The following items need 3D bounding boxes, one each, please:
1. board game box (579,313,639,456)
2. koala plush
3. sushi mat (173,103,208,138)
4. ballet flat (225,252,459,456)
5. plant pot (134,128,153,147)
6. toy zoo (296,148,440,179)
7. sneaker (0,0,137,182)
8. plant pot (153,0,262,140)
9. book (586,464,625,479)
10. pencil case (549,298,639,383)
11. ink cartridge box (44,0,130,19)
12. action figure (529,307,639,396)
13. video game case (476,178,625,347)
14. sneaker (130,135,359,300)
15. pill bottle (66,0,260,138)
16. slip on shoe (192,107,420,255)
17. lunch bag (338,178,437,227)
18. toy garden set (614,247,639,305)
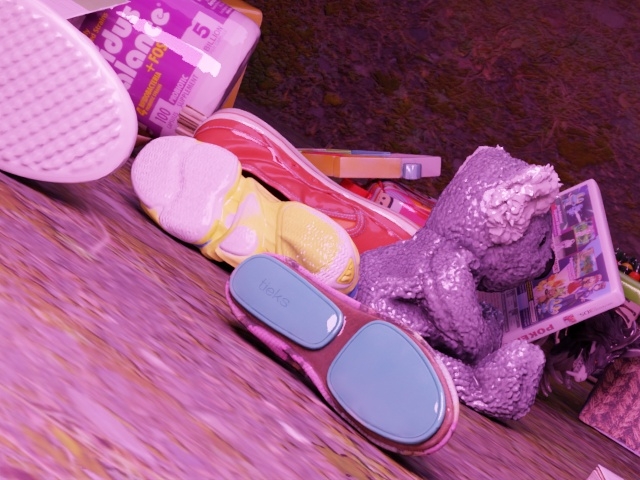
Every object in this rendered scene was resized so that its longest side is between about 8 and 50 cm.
[{"bbox_3d":[0.444,0.197,1.801,0.232,0.141,0.291,31,5,10],"label":"board game box"},{"bbox_3d":[0.136,0.015,1.409,0.203,0.221,0.196,29,6,-11],"label":"koala plush"},{"bbox_3d":[-0.025,-0.028,1.635,0.316,0.019,0.151,31,-30,4],"label":"sushi mat"},{"bbox_3d":[0.022,0.083,1.055,0.221,0.077,0.079,34,-13,37],"label":"ballet flat"},{"bbox_3d":[-0.296,-0.160,1.698,0.236,0.032,0.236,30,6,-4],"label":"plant pot"},{"bbox_3d":[0.033,-0.110,2.176,0.192,0.030,0.293,-3,7,-40],"label":"toy zoo"},{"bbox_3d":[-0.291,-0.164,1.245,0.366,0.135,0.150,32,9,9],"label":"sneaker"},{"bbox_3d":[-0.231,-0.251,2.028,0.187,0.212,0.212,12,15,-33],"label":"plant pot"},{"bbox_3d":[0.272,0.236,1.168,0.144,0.035,0.096,31,9,-10],"label":"book"},{"bbox_3d":[0.416,0.108,2.347,0.183,0.160,0.410,45,5,-2],"label":"pencil case"},{"bbox_3d":[-0.330,-0.228,1.506,0.171,0.056,0.235,33,32,25],"label":"ink cartridge box"},{"bbox_3d":[0.240,0.099,1.658,0.164,0.141,0.275,29,-3,-42],"label":"action figure"},{"bbox_3d":[0.217,0.033,1.593,0.023,0.183,0.201,55,21,-29],"label":"video game case"},{"bbox_3d":[-0.063,-0.003,1.362,0.240,0.091,0.126,33,-12,27],"label":"sneaker"},{"bbox_3d":[-0.232,-0.239,1.689,0.301,0.169,0.169,30,6,-3],"label":"pill bottle"},{"bbox_3d":[0.000,0.000,1.533,0.331,0.123,0.101,37,42,-6],"label":"slip on shoe"},{"bbox_3d":[0.135,-0.009,2.125,0.258,0.120,0.293,30,6,-2],"label":"lunch bag"},{"bbox_3d":[0.385,0.061,1.696,0.204,0.049,0.244,32,5,22],"label":"toy garden set"}]
